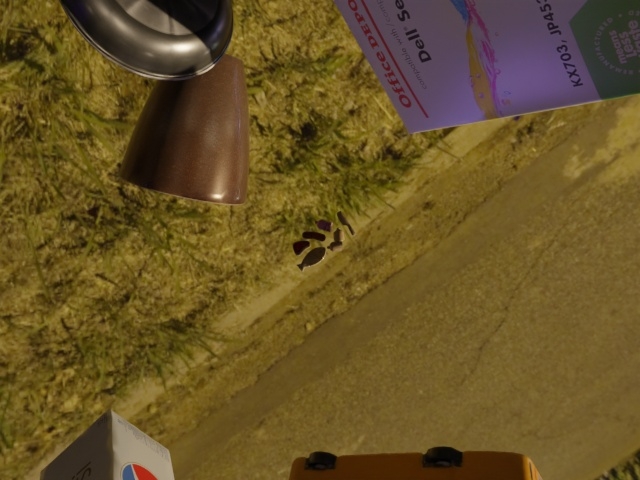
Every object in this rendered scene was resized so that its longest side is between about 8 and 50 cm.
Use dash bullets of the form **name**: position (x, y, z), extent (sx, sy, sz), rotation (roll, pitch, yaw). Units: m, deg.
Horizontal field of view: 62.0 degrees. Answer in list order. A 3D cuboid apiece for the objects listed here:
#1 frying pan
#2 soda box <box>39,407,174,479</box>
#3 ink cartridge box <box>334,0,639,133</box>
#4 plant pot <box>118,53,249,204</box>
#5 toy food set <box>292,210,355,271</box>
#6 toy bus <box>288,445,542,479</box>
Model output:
- **frying pan**: position (-0.148, -0.320, 0.604), extent (0.197, 0.053, 0.326), rotation (44, 60, -21)
- **soda box**: position (-0.130, 0.206, 0.330), extent (0.074, 0.216, 0.069), rotation (-42, 117, -5)
- **ink cartridge box**: position (0.135, -0.218, 0.471), extent (0.119, 0.353, 0.207), rotation (-45, 114, -22)
- **plant pot**: position (-0.206, -0.198, 0.891), extent (0.215, 0.215, 0.230), rotation (7, 102, -35)
- **toy food set**: position (0.000, 0.000, 0.983), extent (0.122, 0.078, 0.019), rotation (-30, 159, -4)
- **toy bus**: position (0.117, 0.353, 0.707), extent (0.333, 0.108, 0.130), rotation (-14, 134, 26)
